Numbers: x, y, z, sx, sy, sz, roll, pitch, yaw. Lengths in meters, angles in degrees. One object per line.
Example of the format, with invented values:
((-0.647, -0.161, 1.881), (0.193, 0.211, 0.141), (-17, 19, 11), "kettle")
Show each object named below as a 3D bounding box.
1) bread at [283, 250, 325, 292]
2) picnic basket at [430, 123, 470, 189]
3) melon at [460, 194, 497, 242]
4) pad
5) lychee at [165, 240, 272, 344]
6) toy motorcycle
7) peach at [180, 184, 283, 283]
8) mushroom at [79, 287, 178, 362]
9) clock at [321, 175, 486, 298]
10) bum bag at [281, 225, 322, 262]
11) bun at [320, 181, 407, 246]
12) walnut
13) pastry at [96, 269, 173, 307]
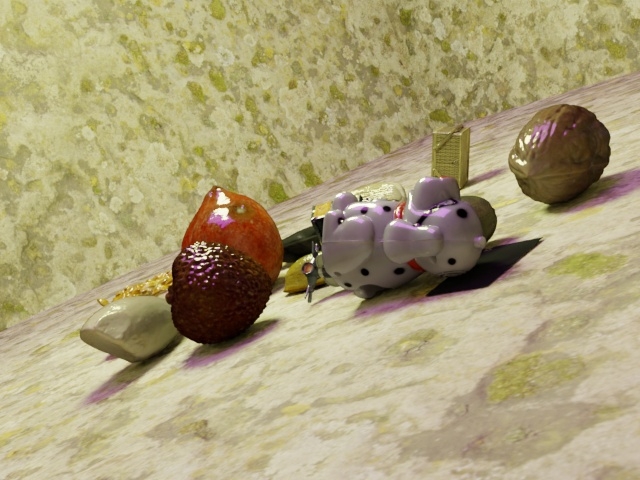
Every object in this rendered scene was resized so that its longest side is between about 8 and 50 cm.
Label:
((0.012, 0.047, 1.689), (0.188, 0.065, 0.149), (-20, 3, 30), "bread")
((0.338, -0.216, 2.163), (0.079, 0.164, 0.115), (6, 16, 20), "picnic basket")
((0.237, -0.024, 1.416), (0.131, 0.098, 0.098), (-28, 7, 6), "melon")
((0.253, 0.039, 1.279), (0.116, 0.004, 0.193), (-15, 11, 44), "pad")
((-0.189, 0.097, 1.506), (0.194, 0.194, 0.194), (-22, 8, 3), "lychee")
((0.048, 0.012, 1.561), (0.157, 0.091, 0.263), (-16, 32, 17), "toy motorcycle")
((-0.198, 0.002, 1.860), (0.232, 0.256, 0.232), (-20, 12, 4), "peach")
((-0.346, 0.162, 1.631), (0.128, 0.128, 0.350), (-20, 1, 16), "mushroom")
((0.148, -0.006, 1.314), (0.254, 0.189, 0.189), (-10, 14, 45), "clock")
((0.000, 0.000, 1.994), (0.326, 0.079, 0.142), (-19, 0, 43), "bum bag")
((0.099, -0.034, 1.787), (0.210, 0.116, 0.237), (-14, 23, 22), "bun")
((0.427, -0.155, 1.505), (0.178, 0.178, 0.230), (-14, 13, 45), "walnut")
((-0.410, 0.143, 2.020), (0.250, 0.102, 0.154), (-18, 20, 12), "pastry")
